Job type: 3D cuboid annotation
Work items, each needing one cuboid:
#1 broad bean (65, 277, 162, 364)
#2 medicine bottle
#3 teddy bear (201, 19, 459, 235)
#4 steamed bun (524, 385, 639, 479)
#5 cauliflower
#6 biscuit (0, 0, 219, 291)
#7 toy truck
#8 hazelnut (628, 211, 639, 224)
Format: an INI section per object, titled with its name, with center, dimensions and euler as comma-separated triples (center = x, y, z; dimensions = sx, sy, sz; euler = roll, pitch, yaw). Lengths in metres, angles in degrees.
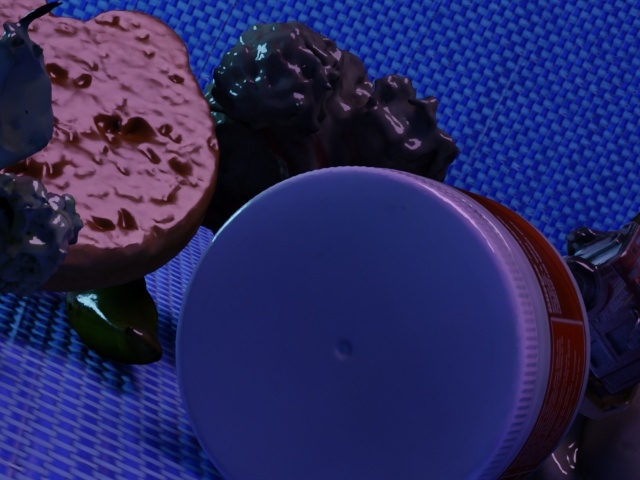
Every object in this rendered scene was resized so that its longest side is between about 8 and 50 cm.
[broad bean]
center = -0.173, 0.049, 1.603
dimensions = 0.077, 0.061, 0.339
euler = 38, 3, -14
[medicine bottle]
center = 0.053, 0.079, 1.414
dimensions = 0.252, 0.252, 0.241
euler = 29, 6, 17
[teddy bear]
center = 0.000, 0.000, 1.769
dimensions = 0.367, 0.357, 0.224
euler = 49, 37, -4
[steamed bun]
center = 0.353, 0.193, 1.712
dimensions = 0.342, 0.255, 0.367
euler = 33, 4, 19
[cauliflower]
center = -0.256, -0.062, 1.261
dimensions = 0.315, 0.239, 0.256
euler = -20, 5, 40
[biscuit]
center = -0.300, -0.104, 1.524
dimensions = 0.455, 0.078, 0.350
euler = 20, 38, -8
[toy truck]
center = 0.166, 0.095, 1.583
dimensions = 0.135, 0.270, 0.114
euler = 56, 27, -7
[hazelnut]
center = 0.471, 0.128, 2.127
dimensions = 0.421, 0.421, 0.353
euler = 31, -9, 35
